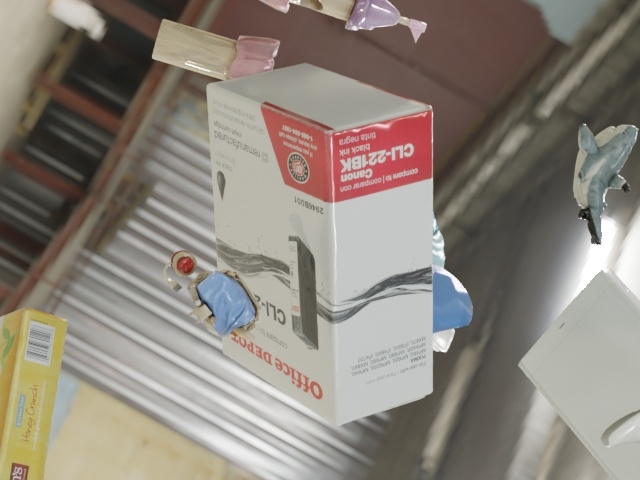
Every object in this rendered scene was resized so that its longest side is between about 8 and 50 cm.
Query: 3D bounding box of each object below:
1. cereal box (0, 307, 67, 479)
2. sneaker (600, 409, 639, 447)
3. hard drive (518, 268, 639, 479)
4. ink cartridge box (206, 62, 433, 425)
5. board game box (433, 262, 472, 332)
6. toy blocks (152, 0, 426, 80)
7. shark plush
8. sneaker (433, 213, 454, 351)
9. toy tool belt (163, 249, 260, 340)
[{"bbox_3d":[-0.302,0.163,1.317,0.240,0.047,0.173,-19,-121,50],"label":"cereal box"},{"bbox_3d":[0.398,0.216,1.800,0.152,0.061,0.054,-18,172,-16],"label":"sneaker"},{"bbox_3d":[0.434,0.218,2.159,0.040,0.307,0.203,-4,138,-49],"label":"hard drive"},{"bbox_3d":[0.000,0.000,1.381,0.197,0.114,0.272,26,-55,51],"label":"ink cartridge box"},{"bbox_3d":[0.087,0.075,1.751,0.133,0.169,0.033,49,-41,39],"label":"board game box"},{"bbox_3d":[0.009,-0.314,1.501,0.288,0.260,0.309,117,-12,-66],"label":"toy blocks"},{"bbox_3d":[0.328,-0.072,1.799,0.073,0.067,0.161,83,17,-46],"label":"shark plush"},{"bbox_3d":[0.120,0.037,1.998,0.150,0.135,0.366,-61,159,-10],"label":"sneaker"},{"bbox_3d":[-0.083,0.043,1.213,0.052,0.083,0.051,-42,-163,-5],"label":"toy tool belt"}]
